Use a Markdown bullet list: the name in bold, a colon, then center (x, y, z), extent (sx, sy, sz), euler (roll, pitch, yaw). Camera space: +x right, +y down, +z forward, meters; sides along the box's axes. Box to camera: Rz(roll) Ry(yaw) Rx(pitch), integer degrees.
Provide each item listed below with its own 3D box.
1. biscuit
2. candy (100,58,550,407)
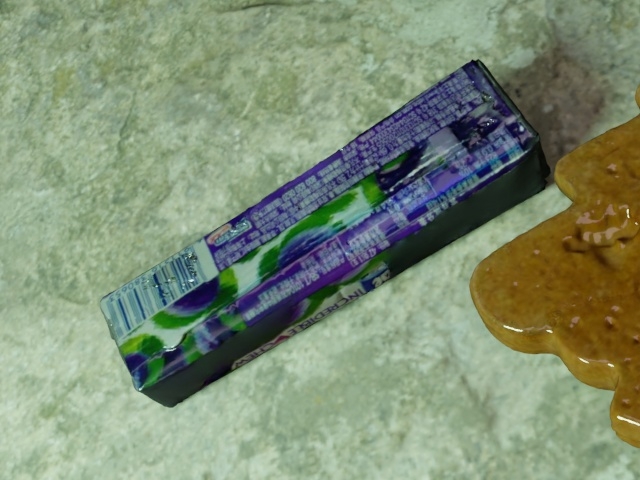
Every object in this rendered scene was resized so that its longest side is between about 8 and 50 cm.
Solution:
- **biscuit**: center (0.248, -0.014, 0.657), extent (0.284, 0.043, 0.306), euler (13, 65, 31)
- **candy**: center (0.000, 0.000, 0.751), extent (0.312, 0.061, 0.088), euler (-32, 54, 5)
